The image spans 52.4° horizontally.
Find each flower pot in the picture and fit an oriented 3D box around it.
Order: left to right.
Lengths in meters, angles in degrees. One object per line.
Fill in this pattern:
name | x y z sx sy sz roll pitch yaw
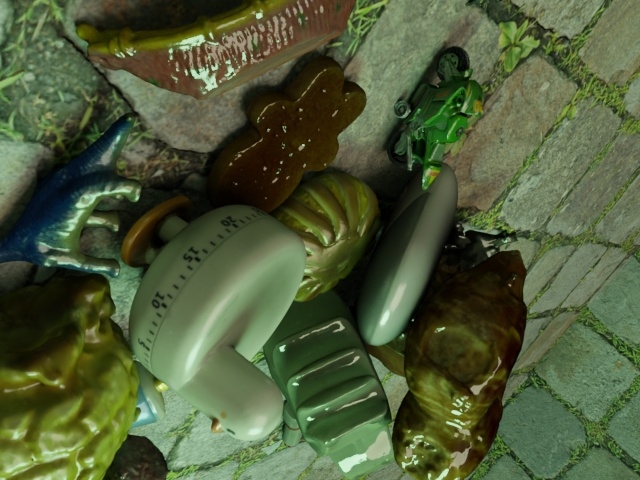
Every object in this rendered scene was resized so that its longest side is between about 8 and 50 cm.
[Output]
flower pot | 0.021 0.248 1.108 0.164 0.254 0.367 -26 149 -4

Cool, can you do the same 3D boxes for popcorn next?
popcorn | -0.305 0.152 0.692 0.237 0.206 0.251 14 86 -39

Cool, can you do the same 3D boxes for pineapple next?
pineapple | 0.226 0.082 1.223 0.357 0.223 0.223 -47 151 -14

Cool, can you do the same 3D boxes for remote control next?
remote control | 0.139 0.017 1.022 0.221 0.103 0.332 98 15 -51

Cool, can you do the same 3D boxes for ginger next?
ginger | 0.226 0.186 0.993 0.274 0.152 0.357 -19 123 -54

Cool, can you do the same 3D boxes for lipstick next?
lipstick | -0.056 0.408 1.417 0.063 0.057 0.186 -24 147 -29

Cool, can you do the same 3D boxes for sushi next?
sushi | -0.329 0.378 1.003 0.107 0.241 0.161 14 75 -43

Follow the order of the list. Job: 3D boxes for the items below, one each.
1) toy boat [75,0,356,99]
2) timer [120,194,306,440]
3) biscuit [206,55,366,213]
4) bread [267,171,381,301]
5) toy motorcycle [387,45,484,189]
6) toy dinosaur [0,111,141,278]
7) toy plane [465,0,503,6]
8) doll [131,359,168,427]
toy boat | -0.062 -0.211 0.624 0.318 0.099 0.141 -29 -173 -23
timer | -0.099 0.084 0.753 0.233 0.240 0.233 -49 162 -22
biscuit | -0.046 -0.119 0.802 0.236 0.039 0.180 -47 151 7
bread | 0.000 0.000 0.940 0.213 0.105 0.213 -27 143 -22
toy motorcycle | 0.168 -0.173 0.918 0.074 0.106 0.190 -1 128 -48
toy dinosaur | -0.275 -0.032 0.623 0.188 0.075 0.248 0 135 -36
toy plane | 0.231 -0.337 0.871 0.078 0.024 0.084 -36 154 24
doll | -0.299 0.223 0.849 0.241 0.135 0.099 -18 136 -19
